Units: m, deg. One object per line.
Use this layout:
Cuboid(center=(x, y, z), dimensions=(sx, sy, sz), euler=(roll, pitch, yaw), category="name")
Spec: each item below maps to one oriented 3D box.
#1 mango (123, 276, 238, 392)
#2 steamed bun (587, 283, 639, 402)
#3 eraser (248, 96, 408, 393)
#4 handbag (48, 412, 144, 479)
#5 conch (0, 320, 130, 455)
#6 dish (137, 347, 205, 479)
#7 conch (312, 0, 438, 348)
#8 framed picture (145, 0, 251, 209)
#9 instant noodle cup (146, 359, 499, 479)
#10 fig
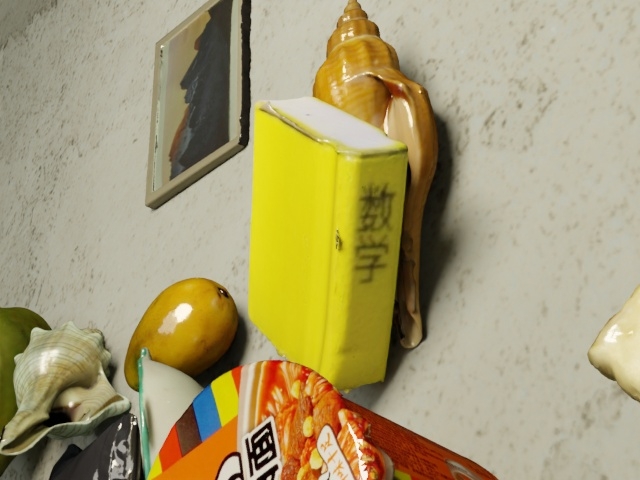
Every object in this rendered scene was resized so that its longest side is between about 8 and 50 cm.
Cuboid(center=(-0.147, 0.098, 1.004), dimensions=(0.111, 0.089, 0.163), euler=(-46, 6, -35), category="mango")
Cuboid(center=(0.285, 0.042, 0.483), dimensions=(0.295, 0.137, 0.292), euler=(-30, 54, 49), category="steamed bun")
Cuboid(center=(0.000, 0.000, 0.821), dimensions=(0.158, 0.069, 0.226), euler=(38, 131, 53), category="eraser")
Cuboid(center=(-0.236, 0.320, 1.003), dimensions=(0.211, 0.088, 0.254), euler=(-32, 51, 51), category="handbag")
Cuboid(center=(-0.292, 0.180, 1.129), dimensions=(0.234, 0.137, 0.114), euler=(-95, 23, -46), category="conch")
Cuboid(center=(-0.121, 0.211, 0.903), dimensions=(0.246, 0.078, 0.224), euler=(98, 161, -55), category="dish")
Cuboid(center=(0.061, -0.069, 0.861), dimensions=(0.109, 0.093, 0.330), euler=(-19, 77, 24), category="conch")
Cuboid(center=(-0.154, -0.190, 1.229), dimensions=(0.192, 0.018, 0.265), euler=(-29, 51, 38), category="framed picture")
Cuboid(center=(0.014, 0.223, 0.666), dimensions=(0.250, 0.192, 0.250), euler=(-26, 54, 41), category="instant noodle cup")
Cuboid(center=(-0.428, 0.190, 1.228), dimensions=(0.203, 0.203, 0.225), euler=(-19, 75, 44), category="fig")
